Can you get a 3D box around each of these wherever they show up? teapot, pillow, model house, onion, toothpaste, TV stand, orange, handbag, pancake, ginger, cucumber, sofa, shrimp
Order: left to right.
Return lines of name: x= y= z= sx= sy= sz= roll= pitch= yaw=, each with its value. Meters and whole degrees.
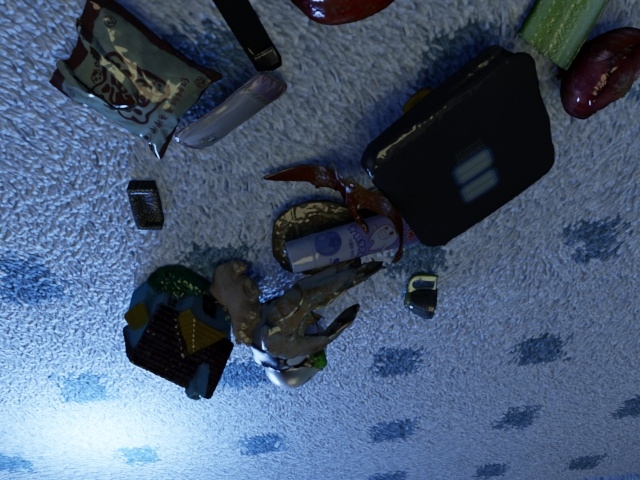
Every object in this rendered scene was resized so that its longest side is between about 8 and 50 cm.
handbag: x=-0.330 y=-0.278 z=0.869 sx=0.235 sy=0.127 sz=0.213 roll=31 pitch=124 yaw=-27
sofa: x=-0.389 y=-0.077 z=1.102 sx=0.060 sy=0.039 sz=0.117 roll=-2 pitch=132 yaw=-6
model house: x=-0.358 y=0.254 z=1.266 sx=0.230 sy=0.248 sz=0.281 roll=-36 pitch=126 yaw=23
pillow: x=-0.171 y=-0.243 z=0.941 sx=0.233 sy=0.131 sz=0.038 roll=-31 pitch=85 yaw=17
TV stand: x=-0.149 y=-0.402 z=0.836 sx=0.049 sy=0.040 sz=0.256 roll=-24 pitch=131 yaw=14
ginger: x=-0.202 y=0.158 z=1.247 sx=0.137 sy=0.213 sz=0.074 roll=-35 pitch=160 yaw=34
pancake: x=0.000 y=0.000 z=1.204 sx=0.250 sy=0.031 sz=0.250 roll=-6 pitch=132 yaw=-6
shrimp: x=0.016 y=0.163 z=1.194 sx=0.360 sy=0.085 sz=0.246 roll=-36 pitch=135 yaw=-11
toothpaste: x=0.104 y=-0.010 z=1.159 sx=0.372 sy=0.080 sz=0.125 roll=-15 pitch=131 yaw=-9
teapot: x=0.280 y=0.153 z=1.381 sx=0.091 sy=0.124 sz=0.092 roll=10 pitch=173 yaw=4
orange: x=0.209 y=-0.263 z=0.993 sx=0.086 sy=0.062 sz=0.086 roll=-3 pitch=129 yaw=-4
cucumber: x=0.454 y=-0.439 z=0.856 sx=0.115 sy=0.063 sz=0.243 roll=34 pitch=131 yaw=12
onion: x=0.519 y=-0.324 z=0.930 sx=0.147 sy=0.184 sz=0.184 roll=39 pitch=128 yaw=15

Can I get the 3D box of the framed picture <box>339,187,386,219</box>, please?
framed picture: x=0.085 y=-0.028 z=1.223 sx=0.253 sy=0.014 sz=0.197 roll=-21 pitch=131 yaw=11

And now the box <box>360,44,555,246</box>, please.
box: x=0.293 y=-0.172 z=1.009 sx=0.359 sy=0.091 sz=0.350 roll=-37 pitch=135 yaw=8

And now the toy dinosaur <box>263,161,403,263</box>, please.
toy dinosaur: x=0.035 y=-0.076 z=1.024 sx=0.327 sy=0.113 sz=0.206 roll=40 pitch=164 yaw=1

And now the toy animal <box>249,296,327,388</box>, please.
toy animal: x=-0.078 y=0.294 z=1.362 sx=0.213 sy=0.212 sz=0.266 roll=-22 pitch=130 yaw=12

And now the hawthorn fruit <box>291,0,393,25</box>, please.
hawthorn fruit: x=0.052 y=-0.441 z=0.729 sx=0.250 sy=0.215 sz=0.215 roll=-22 pitch=131 yaw=6
